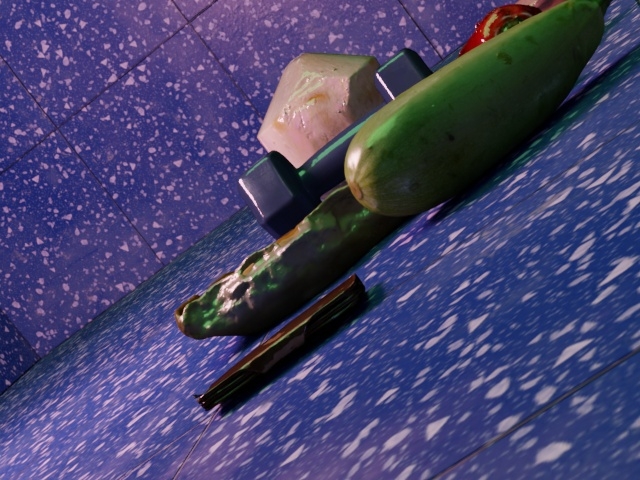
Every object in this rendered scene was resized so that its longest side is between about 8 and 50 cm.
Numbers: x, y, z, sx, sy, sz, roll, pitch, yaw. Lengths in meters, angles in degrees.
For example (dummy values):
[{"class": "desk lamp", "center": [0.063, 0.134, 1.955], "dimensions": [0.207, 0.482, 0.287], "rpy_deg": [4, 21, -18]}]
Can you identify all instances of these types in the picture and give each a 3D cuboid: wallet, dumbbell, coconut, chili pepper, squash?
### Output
[{"class": "wallet", "center": [-0.033, 0.093, 1.202], "dimensions": [0.176, 0.026, 0.095], "rpy_deg": [-36, 0, 4]}, {"class": "dumbbell", "center": [0.042, -0.123, 1.867], "dimensions": [0.316, 0.156, 0.144], "rpy_deg": [-37, 36, 10]}, {"class": "coconut", "center": [0.018, -0.181, 2.050], "dimensions": [0.241, 0.241, 0.241], "rpy_deg": [-37, 6, 5]}, {"class": "chili pepper", "center": [0.244, -0.255, 1.846], "dimensions": [0.110, 0.110, 0.387], "rpy_deg": [-38, 2, -8]}, {"class": "squash", "center": [0.177, -0.145, 1.391], "dimensions": [0.370, 0.118, 0.118], "rpy_deg": [-36, 5, -22]}]

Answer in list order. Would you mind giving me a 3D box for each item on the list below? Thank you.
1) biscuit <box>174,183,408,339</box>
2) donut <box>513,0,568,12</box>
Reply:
[{"class": "biscuit", "center": [0.000, 0.000, 1.510], "dimensions": [0.335, 0.078, 0.329], "rpy_deg": [-33, 5, 35]}, {"class": "donut", "center": [0.373, -0.373, 2.098], "dimensions": [0.233, 0.085, 0.199], "rpy_deg": [-42, 7, -40]}]
